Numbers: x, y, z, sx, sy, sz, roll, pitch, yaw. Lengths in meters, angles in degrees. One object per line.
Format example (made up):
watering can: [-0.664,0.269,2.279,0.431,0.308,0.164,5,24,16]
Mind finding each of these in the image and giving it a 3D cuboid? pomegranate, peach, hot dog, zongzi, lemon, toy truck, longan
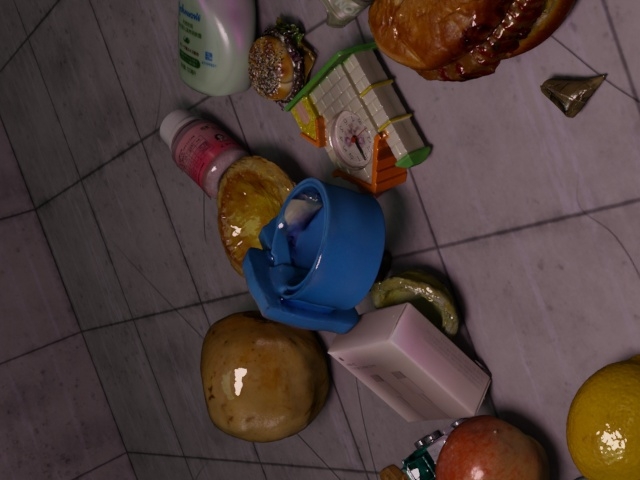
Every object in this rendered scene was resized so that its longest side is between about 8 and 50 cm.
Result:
pomegranate: [-0.146,0.328,2.023,0.332,0.332,0.332,27,127,42]
peach: [0.312,0.445,1.556,0.232,0.232,0.232,27,127,42]
hot dog: [0.249,-0.385,1.273,0.223,0.185,0.405,58,143,15]
zongzi: [0.385,-0.242,1.300,0.076,0.040,0.083,53,130,29]
lemon: [0.481,0.296,1.329,0.187,0.187,0.244,12,85,48]
toy truck: [0.245,0.457,1.755,0.110,0.116,0.216,58,142,14]
longan: [0.093,0.054,1.769,0.119,0.106,0.106,-16,96,12]

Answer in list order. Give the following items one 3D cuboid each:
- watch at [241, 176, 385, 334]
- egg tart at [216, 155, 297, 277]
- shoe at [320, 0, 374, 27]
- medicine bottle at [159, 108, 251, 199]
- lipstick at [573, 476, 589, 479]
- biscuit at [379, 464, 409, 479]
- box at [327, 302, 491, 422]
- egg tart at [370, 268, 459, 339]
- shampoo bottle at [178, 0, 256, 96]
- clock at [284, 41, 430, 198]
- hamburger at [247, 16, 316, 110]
watch: [0.000,0.000,1.639,0.274,0.241,0.305,-56,34,35]
egg tart: [-0.112,-0.047,1.927,0.319,0.128,0.319,19,118,39]
shoe: [-0.012,-0.526,1.586,0.293,0.109,0.149,55,136,9]
medicine bottle: [-0.283,-0.217,2.057,0.247,0.147,0.147,43,137,30]
lipstick: [0.521,0.557,1.491,0.076,0.077,0.290,-36,78,53]
biscuit: [0.227,0.614,1.925,0.249,0.035,0.184,24,126,42]
box: [0.174,0.244,1.662,0.251,0.106,0.203,44,148,-18]
egg tart: [0.196,0.126,1.659,0.197,0.078,0.197,28,148,20]
shampoo bottle: [-0.225,-0.502,1.835,0.222,0.151,0.349,40,135,42]
clock: [0.075,-0.214,1.640,0.220,0.106,0.255,-37,78,53]
hamburger: [-0.090,-0.371,1.779,0.164,0.093,0.189,41,134,32]
